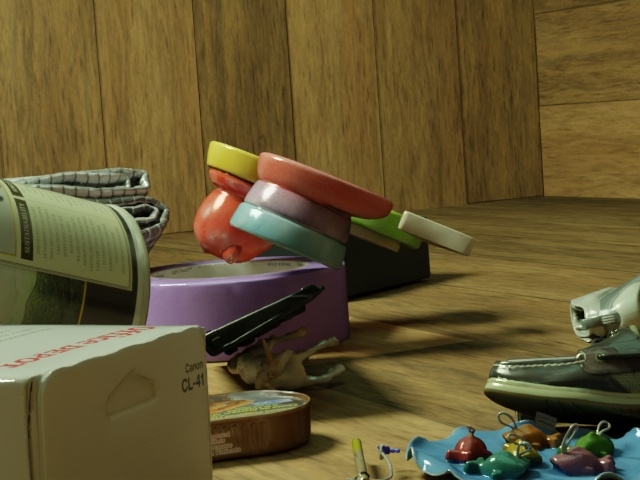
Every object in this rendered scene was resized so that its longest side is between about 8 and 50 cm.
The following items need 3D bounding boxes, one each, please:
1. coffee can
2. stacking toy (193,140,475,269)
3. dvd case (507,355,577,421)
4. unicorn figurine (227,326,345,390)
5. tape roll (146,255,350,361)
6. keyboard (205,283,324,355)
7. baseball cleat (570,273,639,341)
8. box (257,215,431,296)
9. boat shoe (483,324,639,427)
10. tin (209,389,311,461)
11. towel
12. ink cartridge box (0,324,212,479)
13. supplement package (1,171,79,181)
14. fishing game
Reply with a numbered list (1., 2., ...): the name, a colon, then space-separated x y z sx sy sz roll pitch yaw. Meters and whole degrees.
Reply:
1. coffee can: -0.312 0.037 1.239 0.275 0.202 0.201 14 -7 -37
2. stacking toy: 0.000 0.000 1.693 0.279 0.130 0.309 23 -1 -19
3. dvd case: 0.248 0.124 1.280 0.164 0.018 0.221 -4 5 6
4. unicorn figurine: -0.036 0.118 1.404 0.111 0.060 0.162 -18 -3 -32
5. tape roll: -0.104 0.076 1.720 0.274 0.090 0.275 -5 4 0
6. keyboard: -0.094 0.098 1.412 0.201 0.033 0.317 -24 -3 -6
7. baseball cleat: 0.333 0.066 1.605 0.109 0.072 0.206 -9 -2 26
8. box: 0.019 0.024 2.173 0.184 0.103 0.261 -4 3 35
9. boat shoe: 0.237 0.102 1.118 0.223 0.073 0.080 2 -17 22
10. tin: -0.099 0.149 1.158 0.189 0.040 0.106 -5 1 -14
11. towel: -0.346 0.027 1.756 0.283 0.121 0.235 -7 -31 -40
12. ink cartridge box: -0.252 0.129 0.946 0.306 0.131 0.226 0 5 22
13. supplement package: -0.388 0.013 2.022 0.194 0.203 0.149 -6 5 -26
14. fishing game: 0.151 0.140 1.025 0.264 0.041 0.189 -1 4 4
